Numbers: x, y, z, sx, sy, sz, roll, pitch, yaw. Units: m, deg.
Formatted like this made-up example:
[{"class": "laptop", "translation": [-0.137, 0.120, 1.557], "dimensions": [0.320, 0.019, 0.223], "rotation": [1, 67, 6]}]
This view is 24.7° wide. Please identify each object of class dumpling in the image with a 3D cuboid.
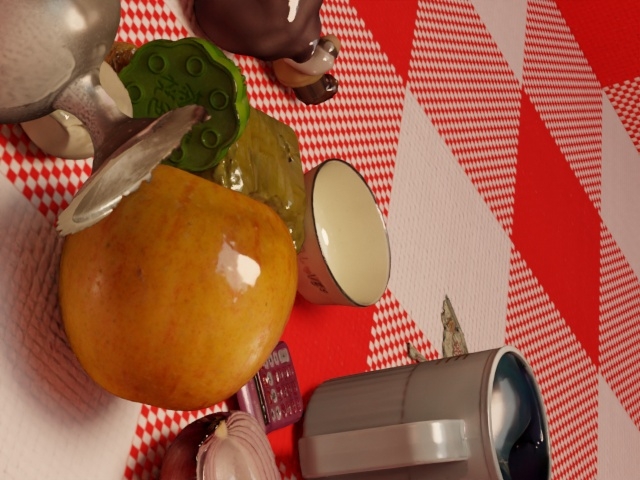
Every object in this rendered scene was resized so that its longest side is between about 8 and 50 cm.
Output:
[{"class": "dumpling", "translation": [-0.314, -0.189, 1.803], "dimensions": [0.179, 0.131, 0.252], "rotation": [56, 8, 11]}]

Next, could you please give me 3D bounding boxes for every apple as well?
[{"class": "apple", "translation": [-0.176, 0.058, 1.750], "dimensions": [0.299, 0.299, 0.275], "rotation": [19, 85, -58]}]

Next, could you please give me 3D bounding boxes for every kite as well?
[{"class": "kite", "translation": [0.251, 0.285, 2.720], "dimensions": [0.368, 0.014, 0.406], "rotation": [45, 39, -45]}]

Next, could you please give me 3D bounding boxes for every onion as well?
[{"class": "onion", "translation": [-0.123, 0.364, 1.855], "dimensions": [0.227, 0.120, 0.284], "rotation": [-23, 93, -65]}]

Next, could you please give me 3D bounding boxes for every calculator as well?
[{"class": "calculator", "translation": [-0.079, 0.216, 2.117], "dimensions": [0.190, 0.034, 0.127], "rotation": [-8, 83, -69]}]

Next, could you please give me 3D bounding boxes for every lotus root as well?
[{"class": "lotus root", "translation": [-0.164, -0.188, 1.940], "dimensions": [0.186, 0.186, 0.186], "rotation": [38, 44, -49]}]

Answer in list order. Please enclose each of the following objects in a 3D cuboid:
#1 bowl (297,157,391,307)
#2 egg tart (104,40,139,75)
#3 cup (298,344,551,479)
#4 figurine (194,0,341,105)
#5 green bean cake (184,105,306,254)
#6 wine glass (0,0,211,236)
[{"class": "bowl", "translation": [0.000, 0.000, 2.275], "dimensions": [0.237, 0.126, 0.238], "rotation": [39, 44, -49]}, {"class": "egg tart", "translation": [-0.264, -0.206, 1.969], "dimensions": [0.130, 0.052, 0.130], "rotation": [38, 45, -50]}, {"class": "cup", "translation": [0.146, 0.321, 2.161], "dimensions": [0.331, 0.311, 0.257], "rotation": [-49, 123, -58]}, {"class": "figurine", "translation": [-0.045, -0.346, 2.286], "dimensions": [0.365, 0.206, 0.218], "rotation": [31, 48, -53]}, {"class": "green bean cake", "translation": [-0.121, -0.082, 2.094], "dimensions": [0.236, 0.124, 0.233], "rotation": [24, 56, -57]}, {"class": "wine glass", "translation": [-0.296, -0.193, 1.566], "dimensions": [0.323, 0.238, 0.238], "rotation": [47, 27, 7]}]
